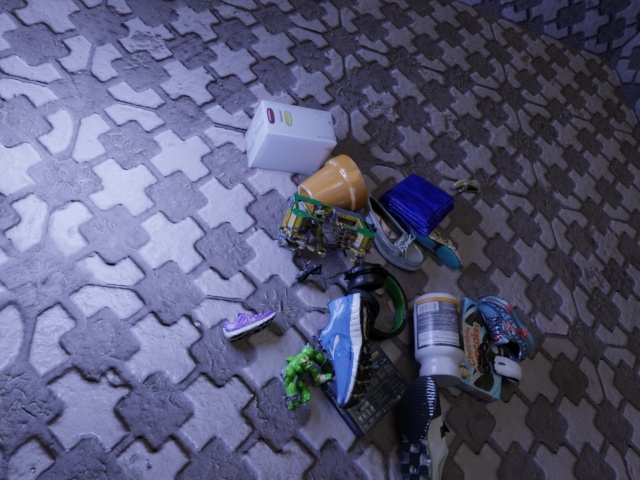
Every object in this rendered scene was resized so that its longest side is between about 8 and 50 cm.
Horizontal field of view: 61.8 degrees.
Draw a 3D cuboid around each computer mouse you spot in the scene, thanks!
[{"bbox_3d":[0.625,0.425,1.824,0.192,0.042,0.106,24,53,-17],"label":"computer mouse"}]

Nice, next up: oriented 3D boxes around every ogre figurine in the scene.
[{"bbox_3d":[-0.048,0.388,1.555,0.197,0.097,0.118,-36,100,-22],"label":"ogre figurine"}]

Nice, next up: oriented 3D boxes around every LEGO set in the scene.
[{"bbox_3d":[0.000,0.000,1.715,0.331,0.192,0.255,13,22,-21],"label":"LEGO set"}]

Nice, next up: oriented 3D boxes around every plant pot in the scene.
[{"bbox_3d":[0.031,-0.172,1.871,0.187,0.205,0.205,-25,75,-19],"label":"plant pot"}]

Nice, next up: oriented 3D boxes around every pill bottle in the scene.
[{"bbox_3d":[0.389,0.327,1.762,0.162,0.162,0.279,16,57,-18],"label":"pill bottle"}]

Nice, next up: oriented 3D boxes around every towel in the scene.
[{"bbox_3d":[0.377,-0.149,2.036,0.227,0.076,0.308,40,38,12],"label":"towel"}]

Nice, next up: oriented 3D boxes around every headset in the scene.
[{"bbox_3d":[0.115,0.180,1.755,0.394,0.185,0.244,32,51,-25],"label":"headset"}]

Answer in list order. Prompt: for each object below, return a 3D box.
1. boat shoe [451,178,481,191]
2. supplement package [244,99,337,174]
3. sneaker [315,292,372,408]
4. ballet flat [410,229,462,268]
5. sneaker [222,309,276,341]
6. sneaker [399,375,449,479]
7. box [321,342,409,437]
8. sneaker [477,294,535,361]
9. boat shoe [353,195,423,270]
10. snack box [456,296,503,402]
[{"bbox_3d":[0.624,-0.227,2.276,0.152,0.056,0.048,-3,59,-36],"label":"boat shoe"},{"bbox_3d":[-0.108,-0.356,1.889,0.261,0.204,0.145,3,61,-26],"label":"supplement package"},{"bbox_3d":[0.067,0.325,1.575,0.130,0.147,0.330,40,48,-57],"label":"sneaker"},{"bbox_3d":[0.449,0.009,2.025,0.241,0.091,0.077,38,57,-4],"label":"ballet flat"},{"bbox_3d":[-0.208,0.236,1.578,0.169,0.068,0.071,-17,65,-32],"label":"sneaker"},{"bbox_3d":[0.318,0.577,1.601,0.146,0.122,0.331,25,67,-43],"label":"sneaker"},{"bbox_3d":[0.143,0.450,1.630,0.232,0.059,0.183,-31,79,-36],"label":"box"},{"bbox_3d":[0.638,0.307,1.860,0.262,0.104,0.125,49,53,3],"label":"sneaker"},{"bbox_3d":[0.256,-0.024,1.939,0.320,0.103,0.118,49,53,7],"label":"boat shoe"},{"bbox_3d":[0.549,0.378,1.875,0.187,0.060,0.322,27,53,-11],"label":"snack box"}]
